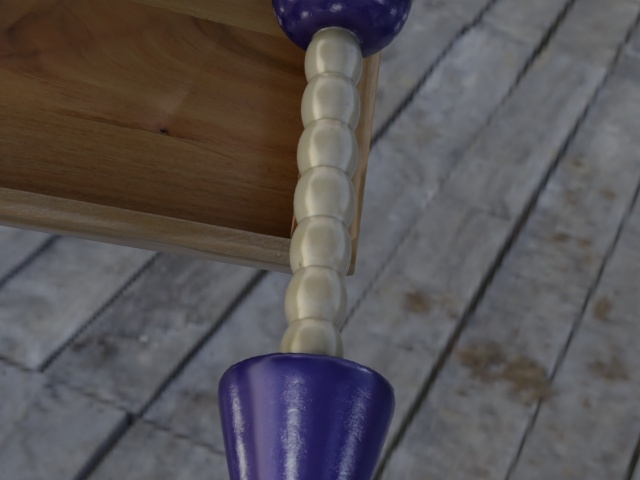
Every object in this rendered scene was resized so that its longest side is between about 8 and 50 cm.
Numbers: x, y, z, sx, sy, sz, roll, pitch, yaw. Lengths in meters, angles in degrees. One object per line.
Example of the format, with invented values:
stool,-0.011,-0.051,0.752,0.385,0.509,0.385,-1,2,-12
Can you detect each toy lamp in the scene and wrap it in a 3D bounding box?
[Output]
toy lamp,0.000,0.000,0.696,0.080,0.080,0.275,9,61,-5

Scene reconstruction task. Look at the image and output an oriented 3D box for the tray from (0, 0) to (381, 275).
tray,-0.166,-0.112,0.770,0.411,0.203,0.076,10,-7,-25
